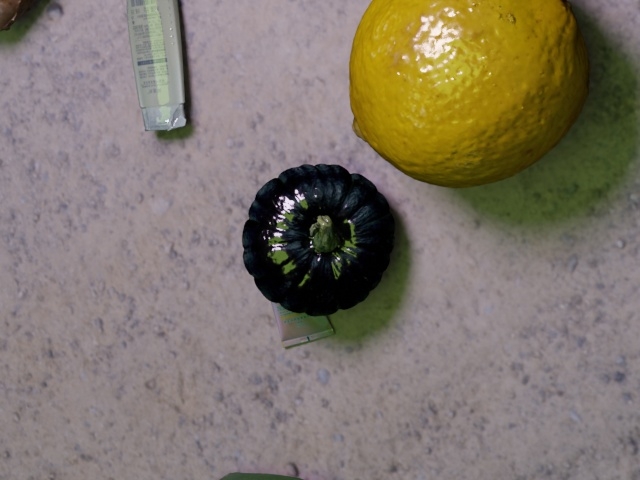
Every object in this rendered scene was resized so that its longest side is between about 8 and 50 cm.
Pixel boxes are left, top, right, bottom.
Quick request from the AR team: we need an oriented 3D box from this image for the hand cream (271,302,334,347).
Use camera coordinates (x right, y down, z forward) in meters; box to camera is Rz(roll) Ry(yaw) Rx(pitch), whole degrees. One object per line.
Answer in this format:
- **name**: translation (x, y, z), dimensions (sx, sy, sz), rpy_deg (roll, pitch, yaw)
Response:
- **hand cream**: translation (-0.044, 0.051, 2.083), dimensions (0.076, 0.047, 0.174), rpy_deg (-16, 101, 22)

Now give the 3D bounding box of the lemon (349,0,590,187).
- **lemon**: translation (0.169, -0.196, 1.832), dimensions (0.293, 0.293, 0.293), rpy_deg (4, 100, 22)

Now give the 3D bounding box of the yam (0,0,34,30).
- **yam**: translation (-0.402, -0.382, 2.108), dimensions (0.128, 0.129, 0.238), rpy_deg (48, 112, 10)

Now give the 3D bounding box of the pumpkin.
- **pumpkin**: translation (-0.002, 0.000, 1.993), dimensions (0.194, 0.150, 0.194), rpy_deg (-4, 121, -8)

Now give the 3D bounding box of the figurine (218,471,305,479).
- **figurine**: translation (-0.067, 0.429, 2.113), dimensions (0.185, 0.127, 0.234), rpy_deg (3, 110, 27)

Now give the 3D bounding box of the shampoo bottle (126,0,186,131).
- **shampoo bottle**: translation (-0.213, -0.249, 2.096), dimensions (0.072, 0.049, 0.212), rpy_deg (-3, 97, 19)
